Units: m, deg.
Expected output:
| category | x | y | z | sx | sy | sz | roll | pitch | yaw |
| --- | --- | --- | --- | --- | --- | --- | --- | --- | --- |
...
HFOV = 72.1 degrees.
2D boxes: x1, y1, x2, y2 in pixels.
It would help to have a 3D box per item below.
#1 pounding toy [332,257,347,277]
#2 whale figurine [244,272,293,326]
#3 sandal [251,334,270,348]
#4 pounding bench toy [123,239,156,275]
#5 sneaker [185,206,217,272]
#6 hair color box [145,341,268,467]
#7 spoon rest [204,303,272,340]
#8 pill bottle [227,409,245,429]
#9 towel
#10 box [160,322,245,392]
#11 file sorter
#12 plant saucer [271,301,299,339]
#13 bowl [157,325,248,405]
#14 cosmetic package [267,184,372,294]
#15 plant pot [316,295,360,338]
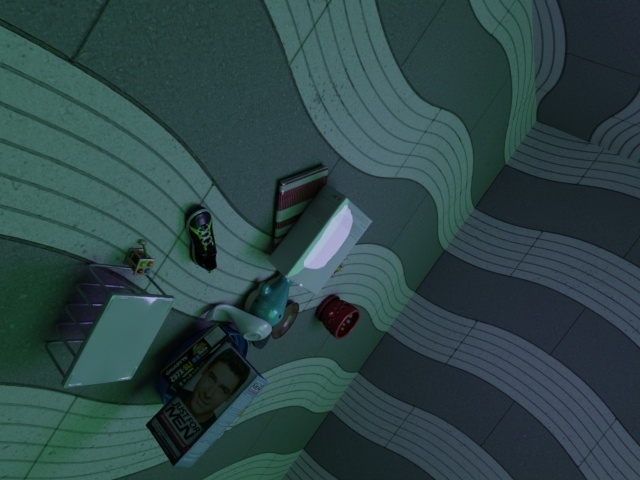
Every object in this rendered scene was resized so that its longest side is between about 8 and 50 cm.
| category | x | y | z | sx | sy | sz | roll | pitch | yaw |
| --- | --- | --- | --- | --- | --- | --- | --- | --- | --- |
| pounding toy | 0.066 | 0.051 | 1.942 | 0.155 | 0.154 | 0.269 | -46 | 151 | -12 |
| whale figurine | -0.183 | 0.238 | 1.796 | 0.272 | 0.141 | 0.216 | -49 | 148 | -20 |
| sandal | -0.288 | 0.386 | 1.915 | 0.097 | 0.055 | 0.254 | -49 | 142 | -23 |
| pounding bench toy | -0.493 | 0.048 | 1.217 | 0.052 | 0.065 | 0.083 | 3 | 119 | -56 |
| sneaker | -0.346 | 0.003 | 1.348 | 0.084 | 0.097 | 0.234 | -32 | 145 | -34 |
| hair color box | -0.381 | 0.554 | 1.498 | 0.374 | 0.185 | 0.113 | -46 | 149 | -12 |
| spoon rest | -0.307 | 0.311 | 1.681 | 0.137 | 0.084 | 0.277 | -32 | 133 | 32 |
| pill bottle | -0.433 | 0.786 | 2.043 | 0.245 | 0.136 | 0.136 | -53 | 151 | 0 |
| towel | -0.081 | -0.115 | 1.671 | 0.237 | 0.037 | 0.328 | -28 | 142 | -37 |
| box | -0.414 | 0.484 | 1.643 | 0.257 | 0.079 | 0.321 | -43 | 149 | -21 |
| file sorter | -0.570 | 0.218 | 1.181 | 0.277 | 0.173 | 0.193 | -58 | 150 | 9 |
| plant saucer | -0.173 | 0.365 | 2.042 | 0.198 | 0.036 | 0.198 | -46 | 154 | -31 |
| bowl | -0.463 | 0.504 | 1.752 | 0.391 | 0.077 | 0.390 | -35 | 147 | -28 |
| cosmetic package | 0.000 | 0.000 | 1.673 | 0.365 | 0.155 | 0.197 | -51 | 133 | 0 |
| plant pot | 0.088 | 0.397 | 2.334 | 0.191 | 0.174 | 0.191 | -36 | 148 | -28 |
